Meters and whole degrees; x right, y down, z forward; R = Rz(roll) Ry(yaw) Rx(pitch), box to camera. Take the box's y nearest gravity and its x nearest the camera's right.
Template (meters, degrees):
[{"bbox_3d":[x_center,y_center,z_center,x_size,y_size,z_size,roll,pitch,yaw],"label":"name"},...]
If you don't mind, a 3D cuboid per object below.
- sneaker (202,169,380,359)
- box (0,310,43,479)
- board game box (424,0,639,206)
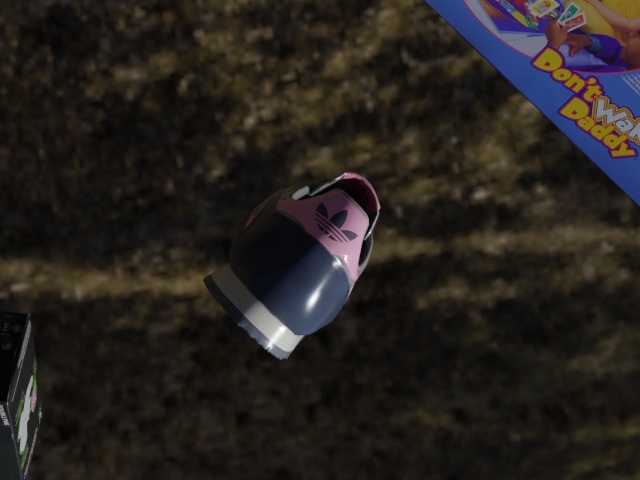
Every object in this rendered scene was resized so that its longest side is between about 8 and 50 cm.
[{"bbox_3d":[0.000,0.000,1.274,0.131,0.112,0.319,-45,-174,10],"label":"sneaker"},{"bbox_3d":[-0.167,0.075,0.755,0.062,0.052,0.083,6,140,1],"label":"box"},{"bbox_3d":[0.234,-0.161,1.070,0.347,0.078,0.233,41,136,-18],"label":"board game box"}]
